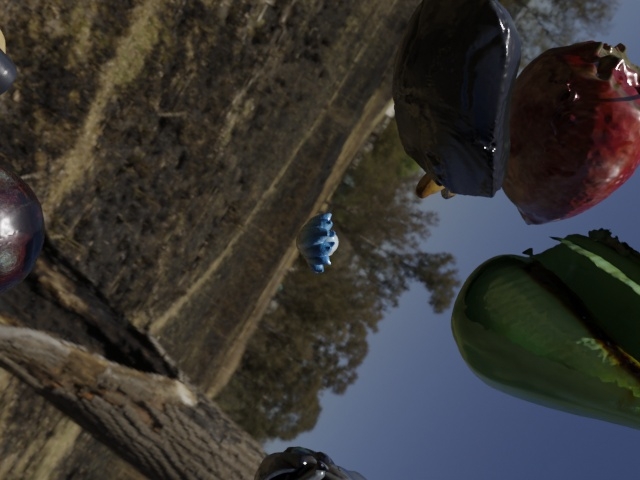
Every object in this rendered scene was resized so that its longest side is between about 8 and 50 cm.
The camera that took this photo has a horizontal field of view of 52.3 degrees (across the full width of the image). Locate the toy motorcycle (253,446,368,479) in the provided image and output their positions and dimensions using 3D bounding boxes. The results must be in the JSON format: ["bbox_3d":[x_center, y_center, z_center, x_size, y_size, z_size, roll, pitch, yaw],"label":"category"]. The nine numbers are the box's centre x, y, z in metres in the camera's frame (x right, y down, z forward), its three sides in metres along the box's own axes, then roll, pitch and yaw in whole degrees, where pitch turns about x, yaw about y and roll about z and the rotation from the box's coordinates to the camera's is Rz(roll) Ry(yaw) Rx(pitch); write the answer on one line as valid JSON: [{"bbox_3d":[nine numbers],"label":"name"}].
[{"bbox_3d":[0.024,0.296,0.644,0.106,0.270,0.159,-53,137,2],"label":"toy motorcycle"}]

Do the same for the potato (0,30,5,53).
[{"bbox_3d":[-0.643,-0.363,1.065,0.128,0.235,0.161,-32,-121,48],"label":"potato"}]

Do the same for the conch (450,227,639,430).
[{"bbox_3d":[0.231,0.074,0.555,0.251,0.137,0.143,0,-134,49],"label":"conch"}]

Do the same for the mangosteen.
[{"bbox_3d":[-0.727,-0.011,1.321,0.330,0.330,0.330,-58,179,-1],"label":"mangosteen"}]

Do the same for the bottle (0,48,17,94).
[{"bbox_3d":[-0.506,-0.290,0.852,0.244,0.072,0.082,53,24,-51],"label":"bottle"}]

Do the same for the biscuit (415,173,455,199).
[{"bbox_3d":[0.304,-0.154,1.462,0.164,0.047,0.208,-44,162,22],"label":"biscuit"}]

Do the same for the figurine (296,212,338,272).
[{"bbox_3d":[0.000,0.000,1.163,0.114,0.079,0.114,-164,-90,-72],"label":"figurine"}]

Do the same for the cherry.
[{"bbox_3d":[0.305,-0.121,0.806,0.192,0.175,0.249,-106,-156,-49],"label":"cherry"}]

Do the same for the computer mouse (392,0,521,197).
[{"bbox_3d":[0.120,-0.126,0.602,0.073,0.122,0.217,-39,144,-20],"label":"computer mouse"}]
